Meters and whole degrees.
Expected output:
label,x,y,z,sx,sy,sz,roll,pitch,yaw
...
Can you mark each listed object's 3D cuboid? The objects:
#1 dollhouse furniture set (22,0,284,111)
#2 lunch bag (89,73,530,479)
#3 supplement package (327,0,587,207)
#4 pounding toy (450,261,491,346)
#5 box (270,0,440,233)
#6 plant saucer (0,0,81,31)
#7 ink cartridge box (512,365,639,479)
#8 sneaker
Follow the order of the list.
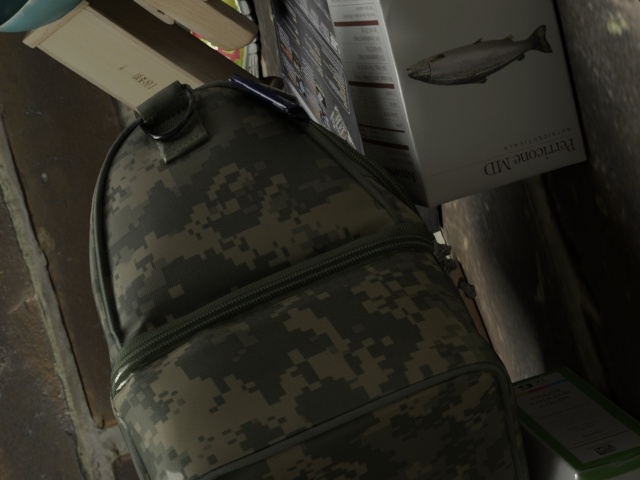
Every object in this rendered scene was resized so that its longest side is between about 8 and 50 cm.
label,x,y,z,sx,sy,sz,roll,pitch,yaw
dollhouse furniture set,-0.080,-0.276,1.450,0.286,0.198,0.303,-19,44,58
lunch bag,-0.016,0.076,0.983,0.256,0.212,0.305,60,174,35
supplement package,0.072,-0.121,0.948,0.105,0.105,0.179,-158,52,-72
pounding toy,0.063,0.094,1.316,0.206,0.094,0.181,108,144,-69
box,0.022,-0.130,1.292,0.231,0.056,0.183,-122,18,-53
plant saucer,-0.175,-0.301,1.361,0.043,0.318,0.317,33,-177,-21
ink cartridge box,0.157,0.150,1.031,0.209,0.062,0.109,-141,36,-71
sneaker,-0.117,-0.204,1.750,0.081,0.094,0.208,-121,20,-56
